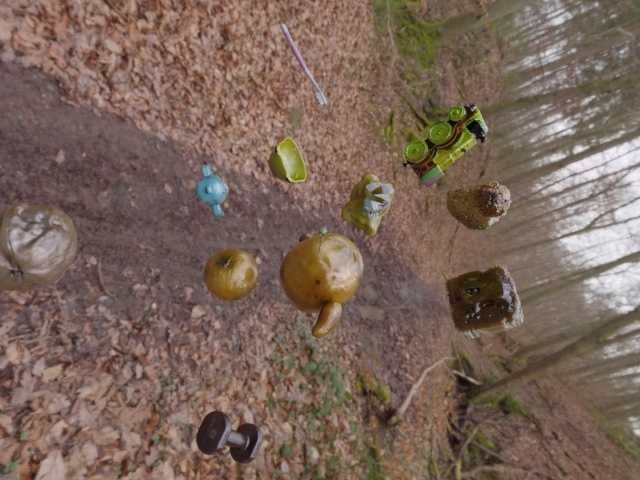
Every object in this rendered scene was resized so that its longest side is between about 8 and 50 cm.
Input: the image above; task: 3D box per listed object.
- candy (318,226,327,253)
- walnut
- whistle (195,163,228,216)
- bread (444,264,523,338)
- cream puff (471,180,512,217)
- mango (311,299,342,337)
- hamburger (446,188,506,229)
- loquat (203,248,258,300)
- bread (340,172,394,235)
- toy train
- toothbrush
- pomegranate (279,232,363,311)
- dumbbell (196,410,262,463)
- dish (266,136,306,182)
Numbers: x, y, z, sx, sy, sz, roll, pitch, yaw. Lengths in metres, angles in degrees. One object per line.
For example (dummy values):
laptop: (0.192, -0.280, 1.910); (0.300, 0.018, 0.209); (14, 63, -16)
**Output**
candy: (0.000, 0.000, 1.196); (0.025, 0.023, 0.084); (-16, 127, -50)
walnut: (-0.823, 0.015, 1.149); (0.273, 0.272, 0.227); (-95, 161, -48)
whistle: (-0.360, -0.173, 1.404); (0.274, 0.092, 0.187); (-135, -149, -82)
bread: (0.502, 0.188, 1.272); (0.110, 0.209, 0.192); (50, 29, -55)
cream puff: (0.583, -0.143, 1.411); (0.133, 0.120, 0.104); (42, 27, 13)
mango: (0.030, 0.340, 1.761); (0.184, 0.084, 0.102); (-59, 142, -21)
hamburger: (0.716, -0.139, 1.918); (0.167, 0.287, 0.193); (29, 78, -49)
loquat: (-0.436, 0.165, 2.016); (0.263, 0.262, 0.264); (-18, 90, -78)
bread: (0.194, -0.150, 1.590); (0.160, 0.088, 0.233); (32, 69, -14)
toy train: (0.416, -0.317, 1.367); (0.100, 0.296, 0.161); (26, 29, -55)
toothbrush: (-0.057, -0.548, 1.282); (0.287, 0.025, 0.020); (62, -9, 2)
pomegranate: (0.002, 0.146, 1.966); (0.416, 0.415, 0.418); (-18, 90, -78)
dumbbell: (-0.318, 0.697, 1.455); (0.225, 0.123, 0.141); (46, 59, -44)
dish: (-0.172, -0.361, 1.944); (0.221, 0.108, 0.262); (67, 23, -13)
